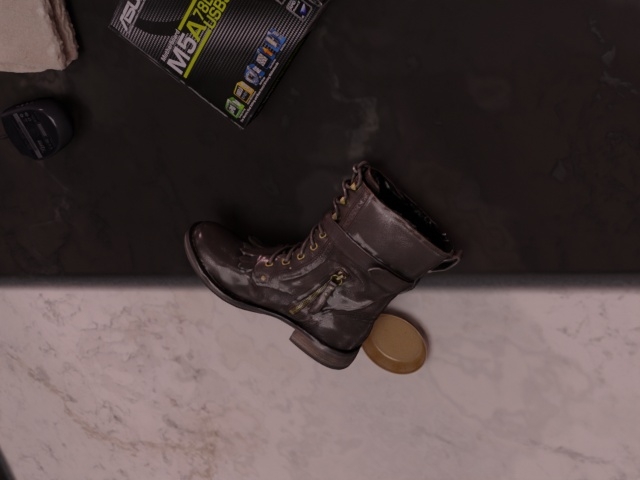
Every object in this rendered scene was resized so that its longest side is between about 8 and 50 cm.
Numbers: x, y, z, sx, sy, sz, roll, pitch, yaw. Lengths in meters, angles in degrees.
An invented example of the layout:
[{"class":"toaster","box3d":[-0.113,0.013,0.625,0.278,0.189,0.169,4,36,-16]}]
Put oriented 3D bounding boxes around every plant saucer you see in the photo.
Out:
[{"class":"plant saucer","box3d":[0.085,0.115,1.353,0.083,0.015,0.083,15,127,21]}]

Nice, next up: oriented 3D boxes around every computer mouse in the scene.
[{"class":"computer mouse","box3d":[-0.377,-0.131,1.445,0.242,0.041,0.071,-5,119,40]}]

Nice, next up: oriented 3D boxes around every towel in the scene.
[{"class":"towel","box3d":[-0.374,-0.318,1.304,0.187,0.049,0.282,6,123,25]}]

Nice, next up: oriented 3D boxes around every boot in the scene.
[{"class":"boot","box3d":[0.000,0.000,1.291,0.263,0.091,0.229,35,126,1]}]

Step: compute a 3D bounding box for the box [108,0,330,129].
[{"class":"box","box3d":[-0.104,-0.235,1.205,0.184,0.045,0.190,38,131,-1]}]
